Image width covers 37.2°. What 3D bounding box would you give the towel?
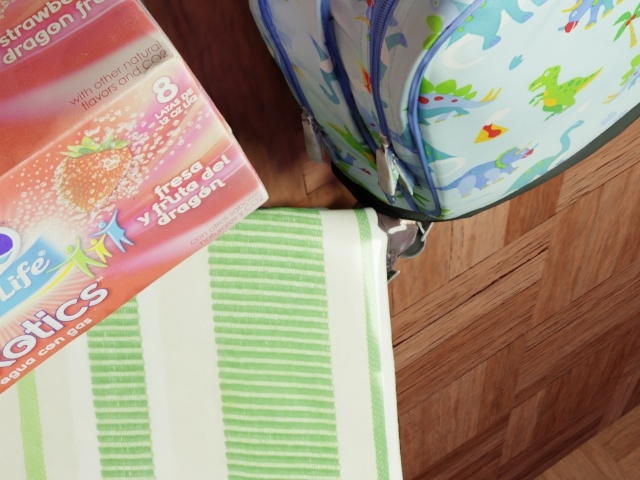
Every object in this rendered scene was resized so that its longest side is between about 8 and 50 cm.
[{"bbox_3d":[-0.107,0.105,0.643,0.325,0.248,0.038,-6,-173,-10],"label":"towel"}]

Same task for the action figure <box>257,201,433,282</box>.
[{"bbox_3d":[0.000,0.000,0.817,0.285,0.099,0.185,-13,136,-44],"label":"action figure"}]

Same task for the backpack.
[{"bbox_3d":[0.093,-0.161,0.564,0.290,0.273,0.355,-32,139,3],"label":"backpack"}]

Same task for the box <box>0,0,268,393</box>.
[{"bbox_3d":[-0.202,-0.018,0.499,0.300,0.154,0.142,-35,151,-3],"label":"box"}]
